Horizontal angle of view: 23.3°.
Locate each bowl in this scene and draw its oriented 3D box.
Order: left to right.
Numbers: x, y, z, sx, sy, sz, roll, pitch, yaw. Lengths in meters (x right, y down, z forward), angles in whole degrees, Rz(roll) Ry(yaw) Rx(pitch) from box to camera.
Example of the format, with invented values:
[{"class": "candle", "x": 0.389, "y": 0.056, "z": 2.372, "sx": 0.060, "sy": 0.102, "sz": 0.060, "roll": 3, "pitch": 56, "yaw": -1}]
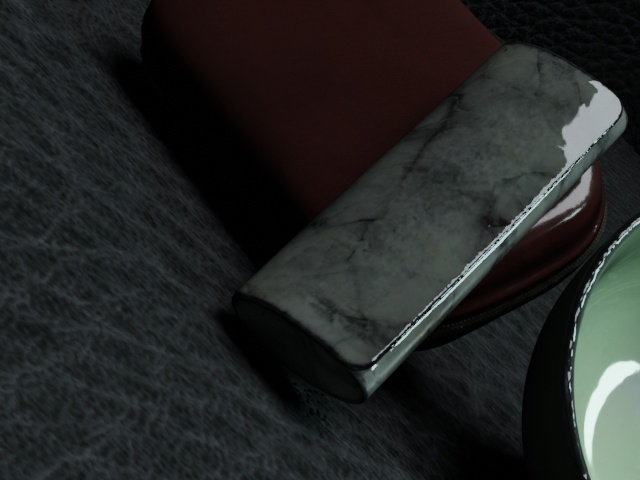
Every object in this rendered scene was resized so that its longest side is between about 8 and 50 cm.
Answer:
[{"class": "bowl", "x": 0.289, "y": 0.152, "z": 1.143, "sx": 0.354, "sy": 0.354, "sz": 0.185, "roll": 43, "pitch": -28, "yaw": -3}]

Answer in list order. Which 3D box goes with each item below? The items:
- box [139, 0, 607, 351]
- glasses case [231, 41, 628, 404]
[{"class": "box", "x": 0.035, "y": -0.093, "z": 1.202, "sx": 0.404, "sy": 0.263, "sz": 0.108, "roll": 53, "pitch": -23, "yaw": 30}, {"class": "glasses case", "x": 0.078, "y": -0.021, "z": 1.043, "sx": 0.114, "sy": 0.299, "sz": 0.060, "roll": 33, "pitch": -31, "yaw": 24}]
